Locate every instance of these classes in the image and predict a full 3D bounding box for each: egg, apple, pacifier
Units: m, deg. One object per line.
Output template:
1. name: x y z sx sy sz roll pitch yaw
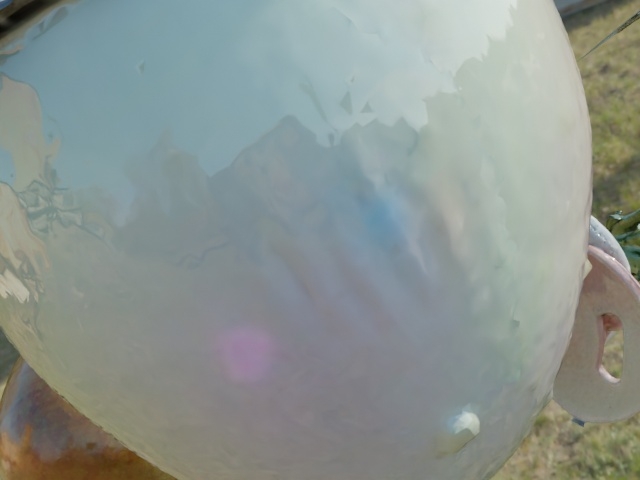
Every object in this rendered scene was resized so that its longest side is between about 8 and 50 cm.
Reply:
1. egg: 0.000 0.000 0.513 0.354 0.340 0.354 -30 7 4
2. apple: -0.289 0.269 1.351 0.333 0.400 0.400 -43 4 34
3. pacifier: 0.221 0.094 0.982 0.332 0.220 0.273 21 77 43

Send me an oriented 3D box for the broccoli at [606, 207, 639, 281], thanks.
1. broccoli: 0.572 0.017 1.297 0.283 0.321 0.304 -1 65 58

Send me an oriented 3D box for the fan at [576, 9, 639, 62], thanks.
1. fan: 0.291 -0.206 0.773 0.182 0.010 0.310 -41 -2 27
